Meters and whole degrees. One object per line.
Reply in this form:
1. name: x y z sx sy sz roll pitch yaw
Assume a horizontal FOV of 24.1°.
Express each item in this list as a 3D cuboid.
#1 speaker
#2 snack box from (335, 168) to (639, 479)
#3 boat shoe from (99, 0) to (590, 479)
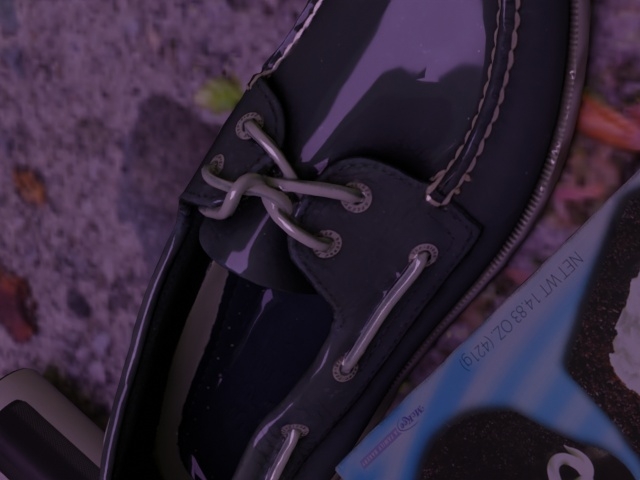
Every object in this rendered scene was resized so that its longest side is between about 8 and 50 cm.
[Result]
1. speaker: -0.106 0.122 0.701 0.136 0.055 0.055 39 121 17
2. snack box: 0.168 0.048 0.503 0.187 0.060 0.322 47 123 10
3. boat shoe: 0.000 0.000 0.571 0.116 0.099 0.319 37 120 20
